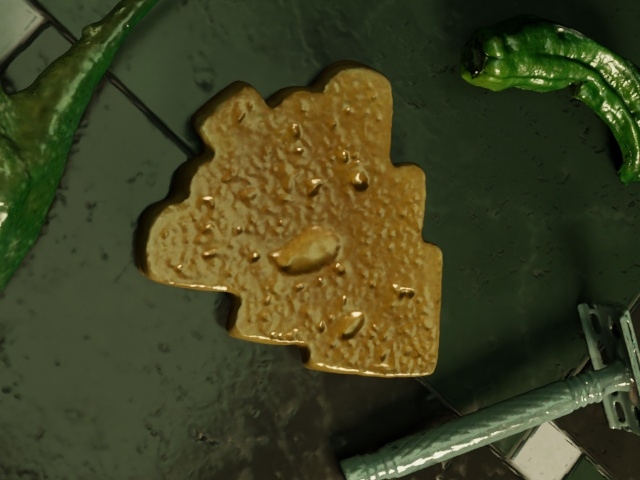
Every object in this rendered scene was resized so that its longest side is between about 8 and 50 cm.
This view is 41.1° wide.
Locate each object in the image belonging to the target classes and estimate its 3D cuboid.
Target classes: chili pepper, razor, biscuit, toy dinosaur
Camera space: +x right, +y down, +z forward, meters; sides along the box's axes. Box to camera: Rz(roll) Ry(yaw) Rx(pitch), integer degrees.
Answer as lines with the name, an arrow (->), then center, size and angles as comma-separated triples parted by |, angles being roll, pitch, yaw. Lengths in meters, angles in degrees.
chili pepper -> 0.184, -0.111, 0.621 | 0.182, 0.050, 0.073 | 27, 78, -17
razor -> 0.124, 0.128, 0.614 | 0.231, 0.068, 0.106 | -17, 96, -8
biscuit -> 0.000, 0.000, 0.578 | 0.212, 0.041, 0.239 | -41, 102, -17
toy dinosaur -> -0.191, 0.044, 0.503 | 0.447, 0.087, 0.301 | -35, 100, -5
